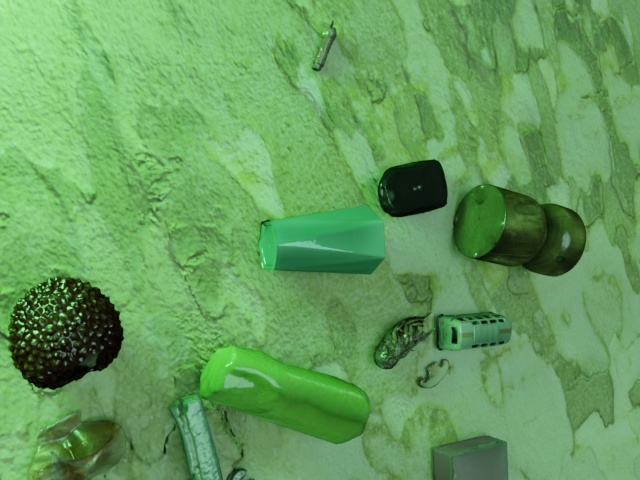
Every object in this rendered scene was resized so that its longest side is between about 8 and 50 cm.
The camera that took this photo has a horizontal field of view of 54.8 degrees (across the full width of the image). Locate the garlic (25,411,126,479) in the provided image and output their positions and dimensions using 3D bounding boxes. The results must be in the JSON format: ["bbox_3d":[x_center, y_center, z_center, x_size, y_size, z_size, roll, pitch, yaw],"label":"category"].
[{"bbox_3d":[-0.418,0.372,1.057,0.174,0.099,0.124,-21,113,-27],"label":"garlic"}]

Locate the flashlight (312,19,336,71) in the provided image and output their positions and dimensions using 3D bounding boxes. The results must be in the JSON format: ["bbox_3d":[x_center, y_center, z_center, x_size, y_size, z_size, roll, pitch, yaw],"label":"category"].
[{"bbox_3d":[0.007,-0.416,1.327,0.031,0.052,0.110,20,85,11],"label":"flashlight"}]

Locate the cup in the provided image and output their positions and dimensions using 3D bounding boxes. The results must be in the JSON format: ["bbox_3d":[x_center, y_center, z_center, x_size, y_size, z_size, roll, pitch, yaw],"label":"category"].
[{"bbox_3d":[0.000,0.000,1.260,0.236,0.134,0.148,-1,86,-26],"label":"cup"}]

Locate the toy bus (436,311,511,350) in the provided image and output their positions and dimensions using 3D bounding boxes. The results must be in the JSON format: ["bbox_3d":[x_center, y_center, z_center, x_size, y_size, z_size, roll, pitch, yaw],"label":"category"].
[{"bbox_3d":[0.371,0.216,1.471,0.194,0.089,0.087,0,89,-29],"label":"toy bus"}]

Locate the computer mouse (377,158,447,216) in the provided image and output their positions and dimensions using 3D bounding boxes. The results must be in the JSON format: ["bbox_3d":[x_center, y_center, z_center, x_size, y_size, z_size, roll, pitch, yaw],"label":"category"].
[{"bbox_3d":[0.202,-0.115,1.398,0.217,0.073,0.122,-13,98,-34],"label":"computer mouse"}]

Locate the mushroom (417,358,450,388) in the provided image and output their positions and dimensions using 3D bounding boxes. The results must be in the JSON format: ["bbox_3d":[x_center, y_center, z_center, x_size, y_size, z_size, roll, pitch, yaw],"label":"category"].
[{"bbox_3d":[0.267,0.314,1.454,0.101,0.019,0.049,-29,103,-27],"label":"mushroom"}]

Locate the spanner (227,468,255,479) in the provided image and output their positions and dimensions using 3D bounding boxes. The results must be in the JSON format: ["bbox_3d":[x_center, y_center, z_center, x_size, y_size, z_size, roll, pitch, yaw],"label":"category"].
[{"bbox_3d":[-0.257,0.538,1.179,0.302,0.017,0.071,-30,98,-24],"label":"spanner"}]

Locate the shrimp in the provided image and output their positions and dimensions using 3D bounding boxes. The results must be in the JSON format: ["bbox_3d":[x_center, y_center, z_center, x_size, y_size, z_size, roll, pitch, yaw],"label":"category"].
[{"bbox_3d":[0.191,0.218,1.391,0.073,0.075,0.190,43,56,14],"label":"shrimp"}]

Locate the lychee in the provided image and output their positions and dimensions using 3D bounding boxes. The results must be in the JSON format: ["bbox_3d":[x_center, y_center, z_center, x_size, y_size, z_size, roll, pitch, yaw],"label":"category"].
[{"bbox_3d":[-0.422,0.149,1.016,0.188,0.188,0.188,1,89,-27],"label":"lychee"}]

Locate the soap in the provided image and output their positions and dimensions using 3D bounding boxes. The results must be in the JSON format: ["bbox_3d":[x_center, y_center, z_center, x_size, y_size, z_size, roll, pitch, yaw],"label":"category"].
[{"bbox_3d":[0.358,0.606,1.461,0.181,0.081,0.259,-3,90,-28],"label":"soap"}]

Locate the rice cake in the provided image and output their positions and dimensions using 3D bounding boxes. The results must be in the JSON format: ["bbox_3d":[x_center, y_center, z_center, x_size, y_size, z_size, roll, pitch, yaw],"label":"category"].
[{"bbox_3d":[-0.213,0.460,1.162,0.063,0.066,0.336,-15,90,-16],"label":"rice cake"}]

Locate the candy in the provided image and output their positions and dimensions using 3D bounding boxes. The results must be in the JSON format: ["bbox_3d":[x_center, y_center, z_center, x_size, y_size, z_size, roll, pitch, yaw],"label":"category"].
[{"bbox_3d":[-0.062,0.306,1.217,0.343,0.142,0.132,24,91,-24],"label":"candy"}]

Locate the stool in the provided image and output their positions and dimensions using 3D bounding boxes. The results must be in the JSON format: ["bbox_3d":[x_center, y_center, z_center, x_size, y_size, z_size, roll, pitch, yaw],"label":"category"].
[{"bbox_3d":[0.474,-0.022,1.479,0.264,0.179,0.179,13,83,-27],"label":"stool"}]
